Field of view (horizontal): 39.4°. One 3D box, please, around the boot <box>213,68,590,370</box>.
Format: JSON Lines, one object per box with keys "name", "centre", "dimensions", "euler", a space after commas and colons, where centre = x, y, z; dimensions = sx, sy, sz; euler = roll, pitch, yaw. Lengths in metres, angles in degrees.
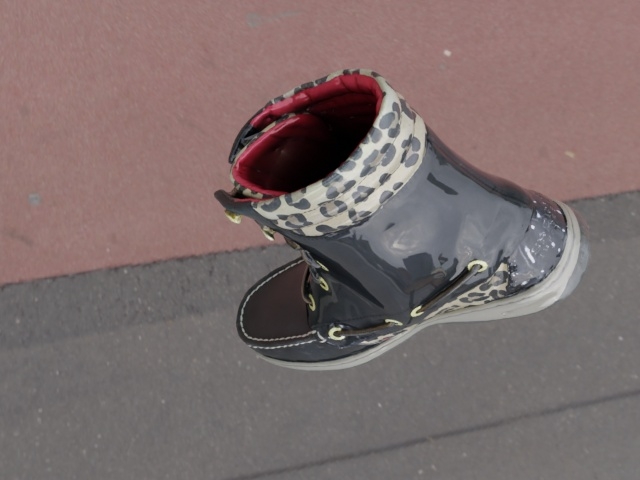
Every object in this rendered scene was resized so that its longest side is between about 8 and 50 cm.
{"name": "boot", "centre": [0.001, -0.002, 0.488], "dimensions": [0.236, 0.085, 0.179], "euler": [-18, 146, 37]}
